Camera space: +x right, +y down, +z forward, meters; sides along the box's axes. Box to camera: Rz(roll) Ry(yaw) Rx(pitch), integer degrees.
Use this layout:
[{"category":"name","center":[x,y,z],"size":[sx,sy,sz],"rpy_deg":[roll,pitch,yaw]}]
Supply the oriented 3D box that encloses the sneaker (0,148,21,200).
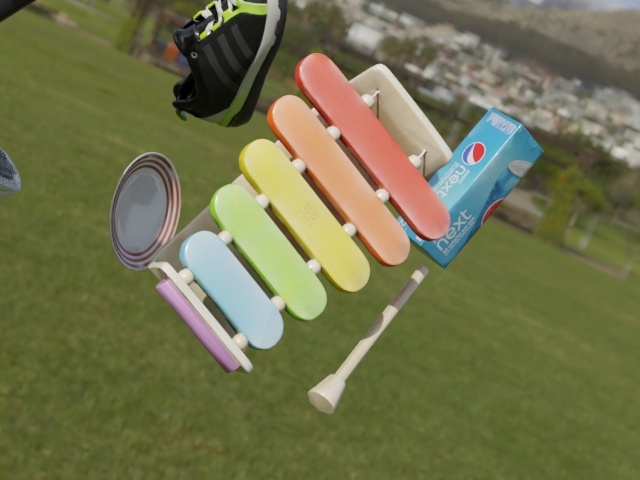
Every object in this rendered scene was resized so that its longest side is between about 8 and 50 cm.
[{"category":"sneaker","center":[-0.420,-0.073,1.324],"size":[0.232,0.115,0.090],"rpy_deg":[33,21,-47]}]

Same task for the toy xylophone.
[{"category":"toy xylophone","center":[0.000,0.000,1.145],"size":[0.236,0.323,0.081],"rpy_deg":[44,-29,-16]}]

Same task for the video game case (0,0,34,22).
[{"category":"video game case","center":[-0.294,-0.232,1.076],"size":[0.035,0.274,0.248],"rpy_deg":[49,26,-34]}]

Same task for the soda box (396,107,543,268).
[{"category":"soda box","center":[0.198,-0.070,1.734],"size":[0.071,0.210,0.067],"rpy_deg":[41,-1,-43]}]

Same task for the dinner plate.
[{"category":"dinner plate","center":[-0.210,-0.035,1.529],"size":[0.017,0.141,0.141],"rpy_deg":[13,0,27]}]

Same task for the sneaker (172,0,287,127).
[{"category":"sneaker","center":[-0.098,-0.202,1.302],"size":[0.097,0.235,0.084],"rpy_deg":[8,43,-15]}]
